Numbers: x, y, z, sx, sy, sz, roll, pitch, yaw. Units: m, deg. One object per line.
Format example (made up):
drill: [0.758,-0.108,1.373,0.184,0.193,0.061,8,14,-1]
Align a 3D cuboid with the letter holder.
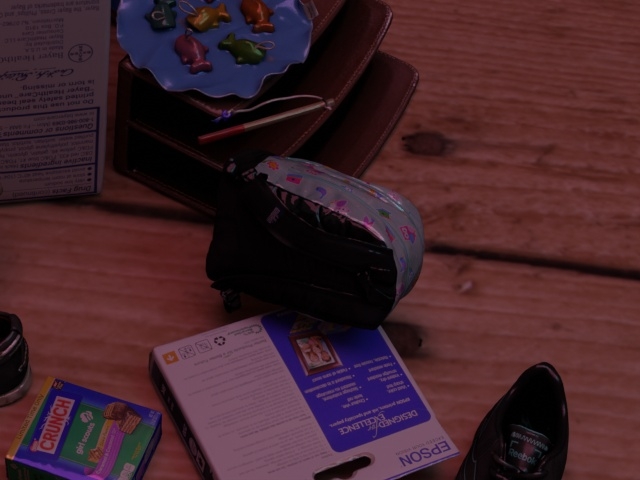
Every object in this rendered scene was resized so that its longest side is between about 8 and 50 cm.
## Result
letter holder: [-0.034,-0.166,1.606,0.214,0.152,0.302,27,52,12]

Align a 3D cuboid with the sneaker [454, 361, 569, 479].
sneaker: [0.144,0.215,1.341,0.101,0.106,0.267,19,52,6]

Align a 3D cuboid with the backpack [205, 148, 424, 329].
backpack: [0.000,0.000,1.427,0.182,0.152,0.115,19,36,16]

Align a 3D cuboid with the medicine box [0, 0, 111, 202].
medicine box: [-0.294,-0.224,1.525,0.149,0.289,0.263,-6,51,-15]

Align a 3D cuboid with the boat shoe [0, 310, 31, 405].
boat shoe: [-0.364,0.113,1.374,0.233,0.079,0.084,-13,55,-16]

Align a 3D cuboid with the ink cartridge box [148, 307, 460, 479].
ink cartridge box: [-0.016,0.151,1.408,0.206,0.045,0.208,-16,52,-21]

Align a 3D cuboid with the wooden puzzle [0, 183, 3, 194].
wooden puzzle: [-0.476,0.043,1.363,0.322,0.080,0.347,4,46,17]

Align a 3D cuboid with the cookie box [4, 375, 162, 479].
cookie box: [-0.200,0.174,1.368,0.107,0.040,0.092,17,51,7]

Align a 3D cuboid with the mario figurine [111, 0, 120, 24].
mario figurine: [-0.173,-0.384,1.655,0.170,0.320,0.198,33,53,18]

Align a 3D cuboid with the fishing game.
fishing game: [-0.095,-0.207,1.506,0.189,0.041,0.264,-16,58,-20]
